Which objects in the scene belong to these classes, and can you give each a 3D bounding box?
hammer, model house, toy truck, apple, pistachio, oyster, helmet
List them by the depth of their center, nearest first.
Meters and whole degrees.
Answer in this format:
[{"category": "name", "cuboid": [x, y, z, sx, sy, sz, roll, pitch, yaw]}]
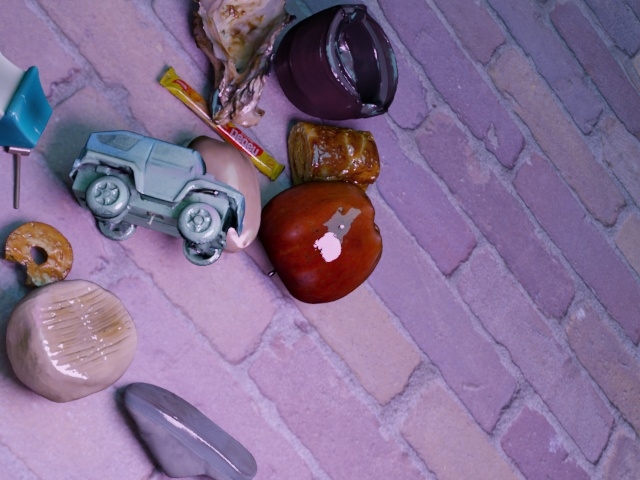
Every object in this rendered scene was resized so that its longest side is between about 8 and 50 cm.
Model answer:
[{"category": "model house", "cuboid": [-0.495, -0.216, 1.404, 0.149, 0.127, 0.100, 30, 58, -21]}, {"category": "hammer", "cuboid": [-0.486, -0.103, 1.444, 0.036, 0.019, 0.110, 7, 75, -35]}, {"category": "toy truck", "cuboid": [-0.258, -0.070, 1.457, 0.279, 0.155, 0.156, 16, 72, 1]}, {"category": "pistachio", "cuboid": [-0.178, -0.082, 1.594, 0.144, 0.144, 0.215, -11, 85, -39]}, {"category": "apple", "cuboid": [0.001, 0.002, 1.634, 0.234, 0.234, 0.234, 14, 66, -33]}, {"category": "oyster", "cuboid": [-0.143, -0.371, 1.707, 0.198, 0.133, 0.336, -1, 69, -14]}, {"category": "helmet", "cuboid": [0.026, -0.343, 1.810, 0.305, 0.177, 0.224, -8, 86, -65]}]

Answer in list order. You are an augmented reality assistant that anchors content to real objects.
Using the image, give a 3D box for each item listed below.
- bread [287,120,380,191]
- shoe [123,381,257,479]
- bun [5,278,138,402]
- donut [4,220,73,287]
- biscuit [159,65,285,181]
[{"category": "bread", "cuboid": [0.028, -0.166, 1.794, 0.172, 0.103, 0.132, 2, 69, -34]}, {"category": "shoe", "cuboid": [-0.222, 0.326, 1.444, 0.251, 0.103, 0.100, 36, 98, -6]}, {"category": "bun", "cuboid": [-0.379, 0.151, 1.363, 0.193, 0.128, 0.178, -21, 87, -51]}, {"category": "donut", "cuboid": [-0.441, 0.025, 1.411, 0.097, 0.043, 0.108, -37, 96, -39]}, {"category": "biscuit", "cuboid": [-0.184, -0.215, 1.704, 0.292, 0.026, 0.048, 40, 47, -20]}]
